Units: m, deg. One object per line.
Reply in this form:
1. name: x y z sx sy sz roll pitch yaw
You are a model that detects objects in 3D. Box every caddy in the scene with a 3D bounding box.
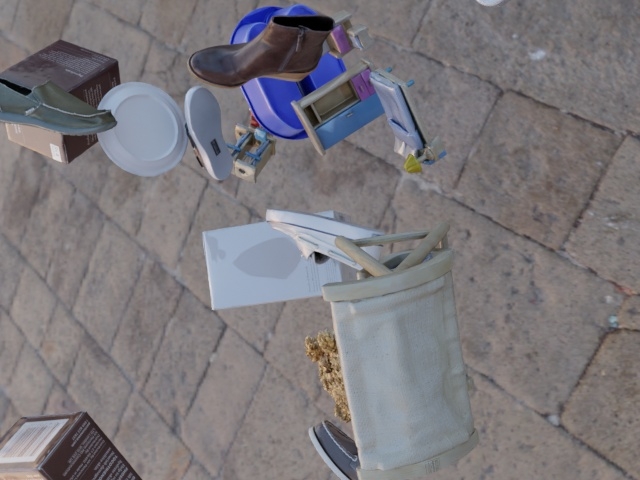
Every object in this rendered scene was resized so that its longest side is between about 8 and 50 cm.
1. caddy: -0.079 -0.418 1.846 0.341 0.241 0.179 65 163 -14

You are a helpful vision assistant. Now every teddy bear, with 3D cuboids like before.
1. teddy bear: 0.078 0.329 1.557 0.245 0.113 0.337 -9 112 53

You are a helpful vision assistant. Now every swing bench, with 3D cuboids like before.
1. swing bench: 0.111 0.131 0.964 0.165 0.254 0.253 -9 104 7

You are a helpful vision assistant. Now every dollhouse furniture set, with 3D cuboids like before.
1. dollhouse furniture set: -0.204 -0.279 2.033 0.129 0.183 0.129 24 57 9
2. dollhouse furniture set: 0.078 -0.278 1.541 0.198 0.286 0.303 -33 35 -4

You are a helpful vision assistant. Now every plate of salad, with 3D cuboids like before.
1. plate of salad: -0.369 -0.228 1.534 0.048 0.200 0.199 -14 75 53

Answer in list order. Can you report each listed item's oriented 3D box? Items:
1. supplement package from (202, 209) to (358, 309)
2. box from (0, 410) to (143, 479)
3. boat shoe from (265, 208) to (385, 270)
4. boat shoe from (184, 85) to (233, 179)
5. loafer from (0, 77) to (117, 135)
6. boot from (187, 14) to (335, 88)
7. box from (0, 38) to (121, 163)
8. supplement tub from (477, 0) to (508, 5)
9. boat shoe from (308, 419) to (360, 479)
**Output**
1. supplement package: -0.081 0.046 1.618 0.293 0.177 0.175 -9 86 13
2. box: -0.416 0.492 1.357 0.191 0.143 0.381 -12 118 33
3. boat shoe: 0.000 0.000 1.356 0.268 0.096 0.088 14 96 35
4. boat shoe: -0.245 -0.226 1.544 0.076 0.228 0.080 27 61 33
5. loafer: -0.507 -0.253 1.388 0.094 0.251 0.087 -100 19 -74
6. boot: -0.113 -0.362 1.371 0.207 0.249 0.090 136 130 -68
7. box: -0.560 -0.306 1.620 0.167 0.203 0.168 23 135 16
8. supplement tub: 0.330 -0.480 1.412 0.071 0.107 0.070 6 107 21
9. boat shoe: 0.113 0.500 1.601 0.324 0.116 0.096 45 102 7
